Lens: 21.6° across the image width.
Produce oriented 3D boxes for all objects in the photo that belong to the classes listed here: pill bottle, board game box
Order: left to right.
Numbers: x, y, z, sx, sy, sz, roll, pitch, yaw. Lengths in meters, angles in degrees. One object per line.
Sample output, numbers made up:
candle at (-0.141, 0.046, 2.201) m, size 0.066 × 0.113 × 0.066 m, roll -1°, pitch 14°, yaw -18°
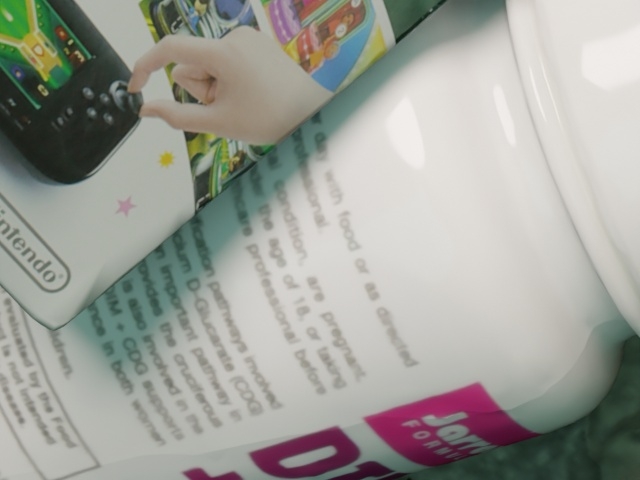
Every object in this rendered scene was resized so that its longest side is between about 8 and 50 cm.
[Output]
board game box at (-0.028, -0.161, 0.413) m, size 0.303 × 0.097 × 0.224 m, roll -41°, pitch 125°, yaw -4°
pill bottle at (0.000, 0.000, 0.539) m, size 0.283 × 0.160 × 0.160 m, roll -20°, pitch 103°, yaw 21°
